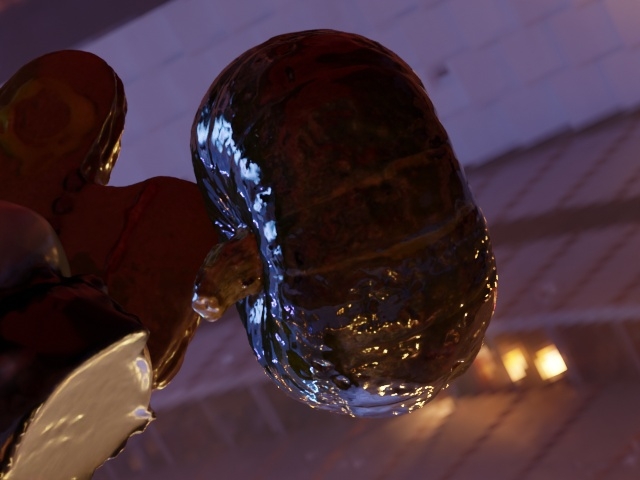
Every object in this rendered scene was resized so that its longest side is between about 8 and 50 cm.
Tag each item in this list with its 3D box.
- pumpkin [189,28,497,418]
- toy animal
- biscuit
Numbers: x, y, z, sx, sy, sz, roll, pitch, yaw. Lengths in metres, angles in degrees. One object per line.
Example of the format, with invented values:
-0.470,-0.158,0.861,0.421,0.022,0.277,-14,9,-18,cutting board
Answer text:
0.000,0.000,1.055,0.162,0.219,0.219,-23,-165,-13,pumpkin
-0.242,0.067,1.425,0.165,0.187,0.235,-30,-120,-24,toy animal
-0.195,-0.023,1.590,0.277,0.052,0.262,24,-104,23,biscuit
